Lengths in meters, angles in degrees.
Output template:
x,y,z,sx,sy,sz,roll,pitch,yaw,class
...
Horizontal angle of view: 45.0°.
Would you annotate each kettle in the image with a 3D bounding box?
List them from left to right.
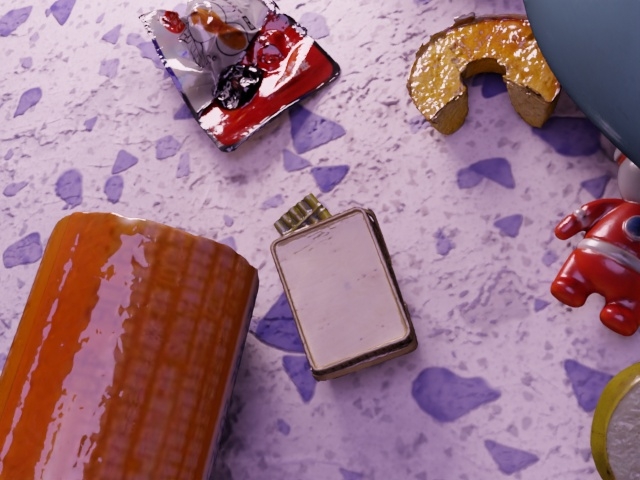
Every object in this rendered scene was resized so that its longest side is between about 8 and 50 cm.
x,y,z,sx,sy,sz,roll,pitch,yaw,class
0.348,-0.206,0.729,0.247,0.319,0.342,-61,35,25,kettle

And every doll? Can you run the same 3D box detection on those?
x,y,z,sx,sy,sz,roll,pitch,yaw,class
0.329,-0.025,0.769,0.142,0.076,0.245,33,83,21,doll

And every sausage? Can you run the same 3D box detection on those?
x,y,z,sx,sy,sz,roll,pitch,yaw,class
-0.200,0.144,0.776,0.233,0.233,0.287,5,70,20,sausage

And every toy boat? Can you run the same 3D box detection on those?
x,y,z,sx,sy,sz,roll,pitch,yaw,class
0.000,0.000,0.895,0.063,0.016,0.115,-41,61,-4,toy boat

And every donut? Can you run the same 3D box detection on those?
x,y,z,sx,sy,sz,roll,pitch,yaw,class
0.194,-0.192,0.891,0.181,0.078,0.146,-7,63,22,donut

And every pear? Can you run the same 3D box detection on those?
x,y,z,sx,sy,sz,roll,pitch,yaw,class
0.308,0.170,0.669,0.141,0.104,0.141,0,89,25,pear

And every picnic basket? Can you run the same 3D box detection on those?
x,y,z,sx,sy,sz,roll,pitch,yaw,class
0.026,0.057,0.812,0.115,0.079,0.164,-20,71,7,picnic basket

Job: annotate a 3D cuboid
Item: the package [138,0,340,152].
x,y,z,sx,sy,sz,roll,pitch,yaw,class
-0.122,-0.253,1.031,0.194,0.071,0.269,-41,73,-1,package
